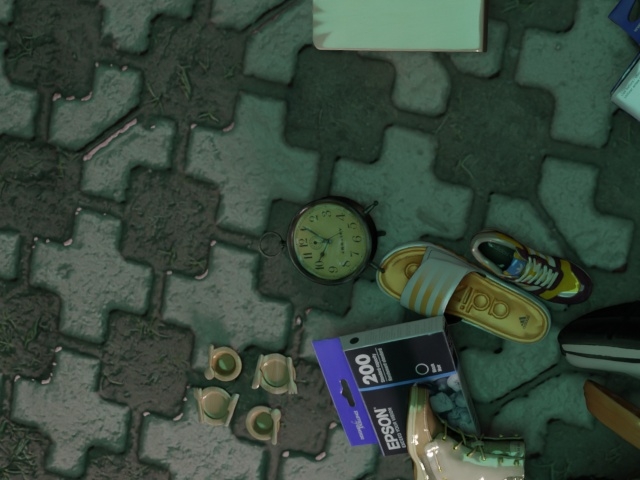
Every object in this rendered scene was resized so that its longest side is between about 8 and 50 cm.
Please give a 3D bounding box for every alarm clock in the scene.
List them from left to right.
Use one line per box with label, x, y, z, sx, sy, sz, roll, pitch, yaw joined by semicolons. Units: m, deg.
alarm clock;0.000;0.000;1.798;0.192;0.064;0.129;-4;97;13

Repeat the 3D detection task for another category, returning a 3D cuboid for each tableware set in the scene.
tableware set;-0.119;0.235;1.889;0.169;0.020;0.141;11;101;13

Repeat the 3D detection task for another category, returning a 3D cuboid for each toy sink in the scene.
toy sink;0.115;-0.338;1.683;0.234;0.131;0.152;1;98;10

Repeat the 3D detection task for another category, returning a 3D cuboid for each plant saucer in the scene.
plant saucer;0.438;0.259;1.644;0.200;0.200;0.037;33;94;8

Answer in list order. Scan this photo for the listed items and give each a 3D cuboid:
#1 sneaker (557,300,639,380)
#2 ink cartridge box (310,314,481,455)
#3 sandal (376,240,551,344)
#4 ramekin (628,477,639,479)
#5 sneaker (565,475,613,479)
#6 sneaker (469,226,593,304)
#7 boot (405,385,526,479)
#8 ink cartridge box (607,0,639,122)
sneaker;0.533;0.228;1.607;0.447;0.169;0.257;3;108;34
ink cartridge box;0.109;0.221;1.777;0.208;0.045;0.206;-12;117;17
sandal;0.205;0.079;1.747;0.265;0.076;0.102;20;103;12
ramekin;0.447;0.456;1.636;0.303;0.148;0.303;-4;130;-5
sneaker;0.348;0.419;1.760;0.271;0.100;0.108;-12;119;14
sneaker;0.295;0.043;1.713;0.185;0.084;0.069;24;104;11
boot;0.209;0.289;1.725;0.165;0.077;0.213;-3;126;16
ink cartridge box;0.562;-0.215;1.568;0.395;0.151;0.270;38;105;6
